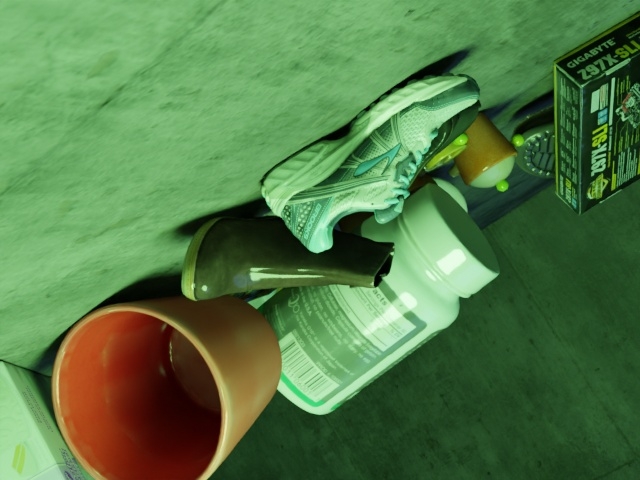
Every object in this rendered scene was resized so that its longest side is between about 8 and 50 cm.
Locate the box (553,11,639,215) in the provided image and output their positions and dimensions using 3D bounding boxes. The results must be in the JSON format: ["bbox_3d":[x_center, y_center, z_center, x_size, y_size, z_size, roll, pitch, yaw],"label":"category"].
[{"bbox_3d":[0.509,-0.220,1.585,0.257,0.079,0.322,-29,142,-8],"label":"box"}]

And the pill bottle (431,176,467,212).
[{"bbox_3d":[0.209,-0.037,1.844,0.131,0.131,0.229,-32,171,-1],"label":"pill bottle"}]

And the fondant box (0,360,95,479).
[{"bbox_3d":[-0.390,0.306,1.341,0.096,0.238,0.330,-30,171,-8],"label":"fondant box"}]

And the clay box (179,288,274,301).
[{"bbox_3d":[-0.118,0.061,1.527,0.127,0.053,0.222,-37,170,32],"label":"clay box"}]

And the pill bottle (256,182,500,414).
[{"bbox_3d":[0.081,0.089,1.468,0.361,0.204,0.204,-39,169,19],"label":"pill bottle"}]

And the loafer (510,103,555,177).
[{"bbox_3d":[0.481,-0.220,1.734,0.365,0.130,0.134,-18,137,-22],"label":"loafer"}]

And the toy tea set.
[{"bbox_3d":[0.174,-0.073,1.541,0.200,0.124,0.336,-24,168,-42],"label":"toy tea set"}]

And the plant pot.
[{"bbox_3d":[-0.191,0.194,1.345,0.275,0.275,0.243,-36,173,25],"label":"plant pot"}]

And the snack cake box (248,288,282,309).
[{"bbox_3d":[-0.018,0.086,1.889,0.264,0.089,0.152,-27,170,-25],"label":"snack cake box"}]

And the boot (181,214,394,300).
[{"bbox_3d":[-0.033,0.024,1.164,0.206,0.090,0.248,11,-160,18],"label":"boot"}]

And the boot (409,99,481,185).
[{"bbox_3d":[0.134,-0.121,1.332,0.198,0.077,0.137,-37,175,37],"label":"boot"}]

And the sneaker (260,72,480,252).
[{"bbox_3d":[0.076,-0.088,1.134,0.283,0.122,0.110,-33,171,9],"label":"sneaker"}]
